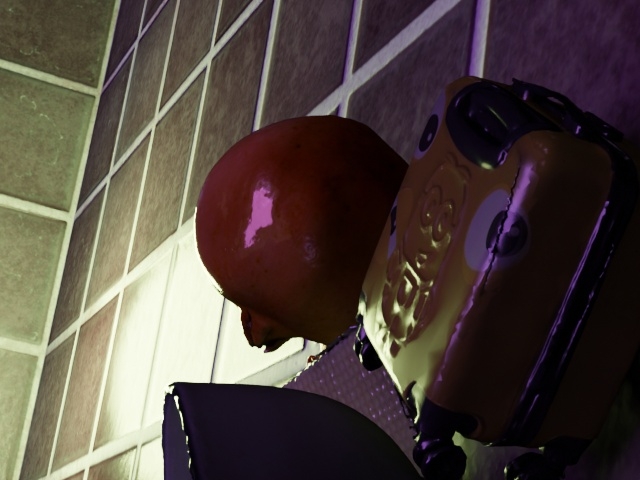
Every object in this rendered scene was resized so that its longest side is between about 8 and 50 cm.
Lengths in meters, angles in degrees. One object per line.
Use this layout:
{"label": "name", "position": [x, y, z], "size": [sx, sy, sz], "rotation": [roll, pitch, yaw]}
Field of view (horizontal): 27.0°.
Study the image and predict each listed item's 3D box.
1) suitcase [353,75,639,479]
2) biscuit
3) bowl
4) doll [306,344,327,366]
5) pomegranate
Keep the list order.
{"label": "suitcase", "position": [0.128, 0.022, 0.853], "size": [0.194, 0.143, 0.235], "rotation": [-120, 48, -64]}
{"label": "biscuit", "position": [0.020, 0.173, 1.096], "size": [0.252, 0.052, 0.150], "rotation": [-44, 60, 49]}
{"label": "bowl", "position": [0.010, 0.254, 0.857], "size": [0.354, 0.185, 0.354], "rotation": [173, 90, -79]}
{"label": "doll", "position": [0.022, 0.135, 1.175], "size": [0.169, 0.057, 0.109], "rotation": [-142, 64, -65]}
{"label": "pomegranate", "position": [0.002, -0.006, 1.139], "size": [0.209, 0.209, 0.209], "rotation": [-164, 90, -70]}
